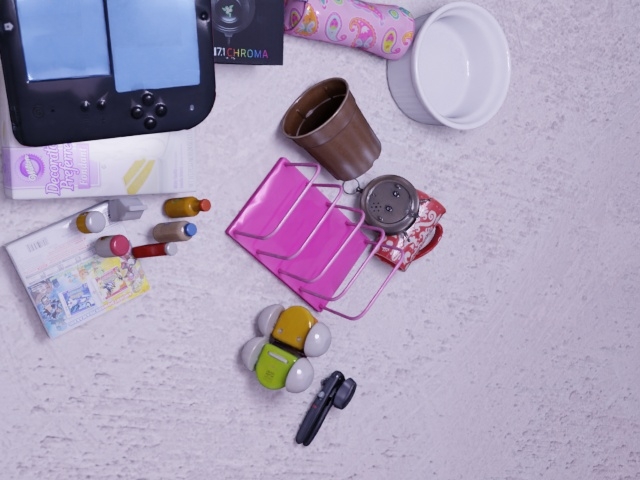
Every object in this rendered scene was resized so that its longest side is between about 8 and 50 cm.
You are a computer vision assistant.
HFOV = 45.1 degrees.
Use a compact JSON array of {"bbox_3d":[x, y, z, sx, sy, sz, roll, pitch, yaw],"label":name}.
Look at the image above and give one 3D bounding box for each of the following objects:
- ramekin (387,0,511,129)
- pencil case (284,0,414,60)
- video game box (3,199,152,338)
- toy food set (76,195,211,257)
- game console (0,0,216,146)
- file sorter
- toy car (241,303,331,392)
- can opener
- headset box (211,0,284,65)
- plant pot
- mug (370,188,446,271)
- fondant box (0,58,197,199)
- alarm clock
[{"bbox_3d":[0.283,-0.387,1.735,0.277,0.135,0.277,-4,99,-31],"label":"ramekin"},{"bbox_3d":[0.055,-0.458,1.598,0.284,0.124,0.124,7,92,-29],"label":"pencil case"},{"bbox_3d":[-0.437,0.050,1.403,0.205,0.048,0.187,-27,107,-26],"label":"video game box"},{"bbox_3d":[-0.310,-0.024,1.393,0.232,0.104,0.111,-8,93,-50],"label":"toy food set"},{"bbox_3d":[-0.341,-0.355,1.242,0.342,0.060,0.386,-12,116,-27],"label":"game console"},{"bbox_3d":[0.000,0.000,1.582,0.291,0.182,0.202,43,74,-28],"label":"file sorter"},{"bbox_3d":[-0.062,0.229,1.611,0.182,0.159,0.136,-64,157,-10],"label":"toy car"},{"bbox_3d":[0.003,0.371,1.702,0.059,0.073,0.186,40,84,-36],"label":"can opener"},{"bbox_3d":[-0.198,-0.471,1.425,0.246,0.131,0.283,-4,103,-31],"label":"headset box"},{"bbox_3d":[0.033,-0.221,1.599,0.167,0.167,0.165,-54,127,-14],"label":"plant pot"},{"bbox_3d":[0.208,-0.013,1.744,0.150,0.113,0.169,33,82,-10],"label":"mug"},{"bbox_3d":[-0.391,-0.198,1.375,0.330,0.096,0.238,-5,98,-29],"label":"fondant box"},{"bbox_3d":[0.133,-0.086,1.678,0.192,0.064,0.129,26,86,14],"label":"alarm clock"}]
